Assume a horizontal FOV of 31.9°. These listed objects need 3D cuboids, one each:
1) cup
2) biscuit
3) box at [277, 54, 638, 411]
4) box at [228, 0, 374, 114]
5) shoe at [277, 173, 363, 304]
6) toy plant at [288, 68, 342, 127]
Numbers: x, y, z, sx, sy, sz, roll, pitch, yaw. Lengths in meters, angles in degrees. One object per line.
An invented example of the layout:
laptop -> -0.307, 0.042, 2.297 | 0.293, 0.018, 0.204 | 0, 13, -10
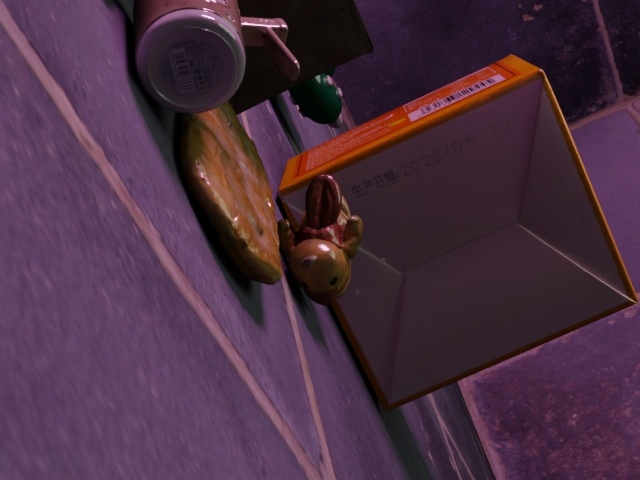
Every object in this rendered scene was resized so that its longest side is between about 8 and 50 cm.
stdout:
cup -> -0.075, -0.126, 0.737 | 0.102, 0.074, 0.099 | 31, 25, -26
biscuit -> -0.064, -0.052, 0.807 | 0.247, 0.029, 0.118 | -102, 166, -64
box -> 0.135, -0.017, 1.178 | 0.214, 0.283, 0.260 | -86, 152, -75
box -> -0.075, -0.253, 0.940 | 0.155, 0.148, 0.231 | 53, 13, -64
shoe -> -0.002, -0.002, 0.963 | 0.069, 0.072, 0.109 | 76, 35, -54
toy plant -> -0.040, -0.273, 1.496 | 0.243, 0.112, 0.233 | 53, 18, -39
